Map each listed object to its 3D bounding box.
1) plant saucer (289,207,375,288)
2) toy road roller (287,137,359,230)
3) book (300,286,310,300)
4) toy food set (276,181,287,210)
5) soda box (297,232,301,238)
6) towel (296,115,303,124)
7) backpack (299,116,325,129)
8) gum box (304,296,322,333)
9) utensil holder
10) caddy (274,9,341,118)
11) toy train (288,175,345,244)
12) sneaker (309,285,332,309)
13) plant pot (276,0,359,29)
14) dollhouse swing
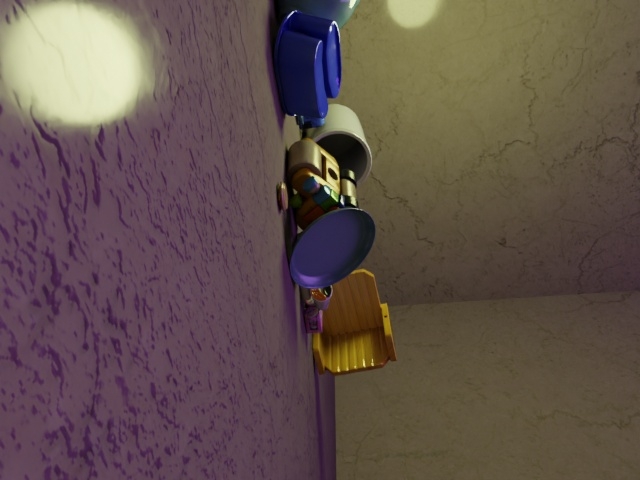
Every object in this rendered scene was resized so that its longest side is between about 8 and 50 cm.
[{"bbox_3d":[0.034,0.021,1.496,0.044,0.317,0.318,50,-22,38],"label":"plant saucer"},{"bbox_3d":[-0.028,-0.171,1.667,0.329,0.240,0.203,37,35,-32],"label":"toy road roller"},{"bbox_3d":[-0.058,0.144,1.753,0.144,0.035,0.096,-90,173,-65],"label":"book"},{"bbox_3d":[-0.107,-0.125,1.321,0.083,0.020,0.083,-61,146,-83],"label":"toy food set"},{"bbox_3d":[-0.029,0.017,1.650,0.210,0.071,0.067,-142,-134,-75],"label":"soda box"},{"bbox_3d":[-0.093,-0.553,2.021,0.119,0.029,0.067,74,12,-71],"label":"towel"},{"bbox_3d":[-0.040,-0.574,2.177,0.101,0.120,0.098,82,6,-51],"label":"backpack"},{"bbox_3d":[-0.028,0.264,1.838,0.188,0.062,0.107,-90,175,-52],"label":"gum box"},{"bbox_3d":[0.077,-0.478,2.365,0.386,0.327,0.328,-92,176,-53],"label":"utensil holder"},{"bbox_3d":[-0.053,-0.559,1.520,0.341,0.179,0.241,82,27,-53],"label":"caddy"},{"bbox_3d":[-0.052,-0.092,1.522,0.143,0.248,0.105,40,30,-22],"label":"toy train"},{"bbox_3d":[-0.005,0.144,1.779,0.121,0.099,0.263,91,1,-49],"label":"sneaker"},{"bbox_3d":[-0.031,-0.799,1.598,0.293,0.293,0.196,57,55,-83],"label":"plant pot"},{"bbox_3d":[0.124,0.352,2.043,0.315,0.346,0.305,-89,165,-55],"label":"dollhouse swing"}]
